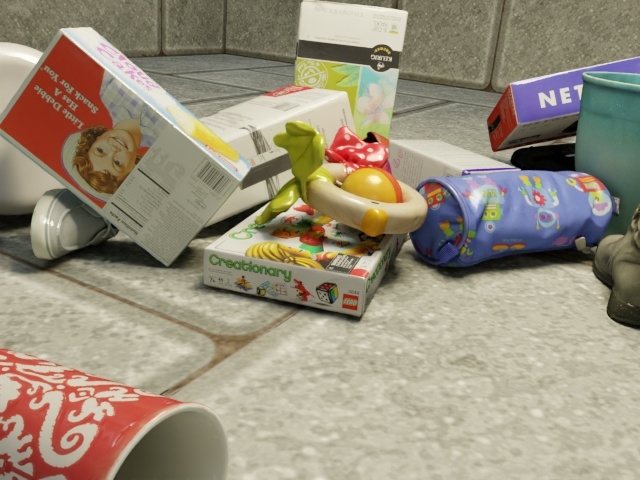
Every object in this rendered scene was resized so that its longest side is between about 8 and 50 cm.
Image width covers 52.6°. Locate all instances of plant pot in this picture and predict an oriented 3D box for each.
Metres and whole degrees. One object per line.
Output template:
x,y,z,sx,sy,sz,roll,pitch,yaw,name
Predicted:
0.522,-0.115,1.003,0.272,0.255,0.271,4,20,-2,plant pot

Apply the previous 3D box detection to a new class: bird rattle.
0.042,-0.060,0.846,0.207,0.143,0.253,32,18,30,bird rattle

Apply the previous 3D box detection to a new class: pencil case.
0.276,-0.032,0.922,0.306,0.119,0.133,-5,61,-27,pencil case

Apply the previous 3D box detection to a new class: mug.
-0.153,0.143,0.411,0.169,0.150,0.113,11,57,28,mug

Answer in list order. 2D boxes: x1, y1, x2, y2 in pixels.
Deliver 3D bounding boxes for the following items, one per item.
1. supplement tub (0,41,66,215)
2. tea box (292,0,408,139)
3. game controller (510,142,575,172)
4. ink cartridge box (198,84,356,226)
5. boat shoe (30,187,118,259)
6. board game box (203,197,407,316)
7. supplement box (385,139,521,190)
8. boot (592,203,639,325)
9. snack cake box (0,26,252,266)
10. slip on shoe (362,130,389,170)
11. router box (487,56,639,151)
-0.489,-0.176,0.951,0.228,0.228,0.316,-11,22,-36,supplement tub
0.051,-0.360,1.451,0.220,0.323,0.329,5,20,-1,tea box
0.588,-0.176,1.487,0.319,0.067,0.166,-10,39,-34,game controller
-0.107,-0.140,0.998,0.273,0.114,0.197,-24,25,-21,ink cartridge box
-0.299,-0.035,0.845,0.081,0.079,0.227,1,17,1,boat shoe
0.000,0.000,0.859,0.193,0.053,0.305,10,21,14,board game box
0.207,-0.091,1.071,0.114,0.111,0.220,-6,23,-27,supplement box
0.412,-0.007,0.821,0.083,0.161,0.246,11,21,14,boot
-0.236,-0.113,0.795,0.264,0.152,0.089,40,17,-10,snack cake box
0.115,-0.156,1.241,0.331,0.101,0.123,-1,20,-21,slip on shoe
0.529,-0.274,1.312,0.335,0.082,0.301,-11,-3,7,router box
